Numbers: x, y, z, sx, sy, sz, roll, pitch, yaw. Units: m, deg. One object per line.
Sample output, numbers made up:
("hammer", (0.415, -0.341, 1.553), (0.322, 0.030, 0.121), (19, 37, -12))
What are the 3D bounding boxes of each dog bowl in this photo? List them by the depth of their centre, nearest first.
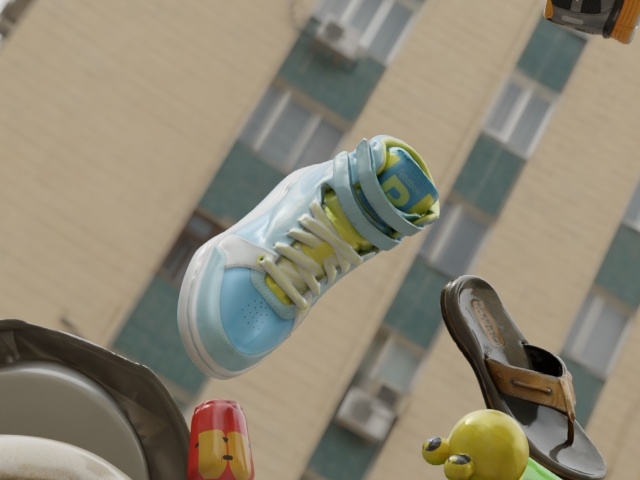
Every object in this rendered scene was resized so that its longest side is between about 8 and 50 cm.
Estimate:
("dog bowl", (-0.294, 0.245, 1.741), (0.349, 0.349, 0.102), (34, -8, -10))

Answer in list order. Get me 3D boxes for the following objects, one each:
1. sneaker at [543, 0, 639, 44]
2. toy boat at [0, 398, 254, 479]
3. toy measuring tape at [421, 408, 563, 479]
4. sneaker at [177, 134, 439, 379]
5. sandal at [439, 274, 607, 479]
("sneaker", (0.230, -0.262, 1.576), (0.083, 0.215, 0.084), (4, -44, -6))
("toy boat", (-0.191, 0.247, 1.545), (0.318, 0.148, 0.267), (-21, -36, 25))
("toy measuring tape", (0.051, 0.242, 0.927), (0.121, 0.121, 0.330), (16, -72, 24))
("sneaker", (0.000, 0.000, 1.762), (0.208, 0.319, 0.127), (-24, -69, 43))
("sandal", (0.182, 0.116, 1.553), (0.060, 0.090, 0.219), (-43, -116, 38))
